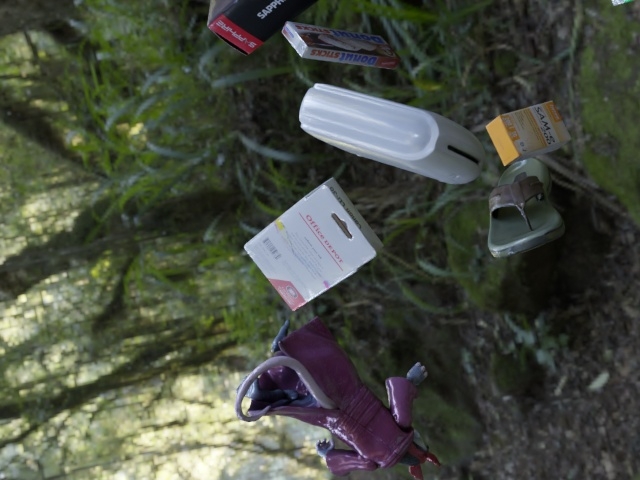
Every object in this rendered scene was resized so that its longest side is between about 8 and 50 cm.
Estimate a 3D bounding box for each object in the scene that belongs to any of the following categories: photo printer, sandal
[{"bbox_3d":[0.148,-0.193,1.655,0.256,0.307,0.107,13,-83,-58],"label":"photo printer"},{"bbox_3d":[0.311,-0.065,1.411,0.086,0.120,0.303,59,-159,-22],"label":"sandal"}]

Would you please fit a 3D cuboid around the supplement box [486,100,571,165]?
[{"bbox_3d":[0.280,-0.145,1.187,0.062,0.098,0.036,66,152,9],"label":"supplement box"}]

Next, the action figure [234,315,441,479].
[{"bbox_3d":[0.060,0.287,1.536,0.370,0.248,0.276,35,178,4],"label":"action figure"}]

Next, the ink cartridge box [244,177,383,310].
[{"bbox_3d":[0.000,0.000,1.155,0.115,0.067,0.198,53,138,-2],"label":"ink cartridge box"}]

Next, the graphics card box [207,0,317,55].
[{"bbox_3d":[-0.011,-0.458,1.268,0.094,0.371,0.233,29,-130,-36],"label":"graphics card box"}]

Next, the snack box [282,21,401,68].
[{"bbox_3d":[0.032,-0.281,1.278,0.064,0.178,0.022,55,131,34],"label":"snack box"}]

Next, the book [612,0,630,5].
[{"bbox_3d":[0.600,-0.544,1.750,0.096,0.035,0.144,-5,125,49],"label":"book"}]
